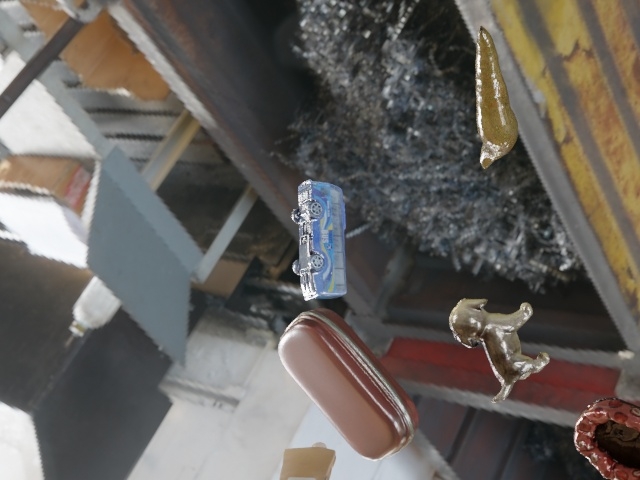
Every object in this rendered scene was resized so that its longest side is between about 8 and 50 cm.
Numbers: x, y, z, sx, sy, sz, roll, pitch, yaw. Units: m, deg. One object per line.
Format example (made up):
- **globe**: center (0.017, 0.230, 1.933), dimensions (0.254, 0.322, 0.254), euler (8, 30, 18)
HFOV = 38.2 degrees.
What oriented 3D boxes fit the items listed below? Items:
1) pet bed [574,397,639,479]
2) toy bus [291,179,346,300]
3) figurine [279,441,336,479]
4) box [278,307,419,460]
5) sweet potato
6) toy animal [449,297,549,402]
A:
- **pet bed**: center (0.546, 0.363, 1.640), dimensions (0.201, 0.053, 0.201), euler (26, 138, 26)
- **toy bus**: center (0.000, 0.001, 1.853), dimensions (0.094, 0.236, 0.079), euler (5, 167, -30)
- **figurine**: center (-0.010, 0.520, 1.786), dimensions (0.163, 0.141, 0.236), euler (-7, 114, 14)
- **box**: center (0.065, 0.346, 2.231), dimensions (0.404, 0.108, 0.263), euler (49, 144, 8)
- **sweet potato**: center (0.248, -0.188, 1.317), dimensions (0.059, 0.069, 0.249), euler (-16, 136, 2)
- **toy animal**: center (0.393, 0.219, 2.043), dimensions (0.233, 0.169, 0.121), euler (61, 163, 6)
